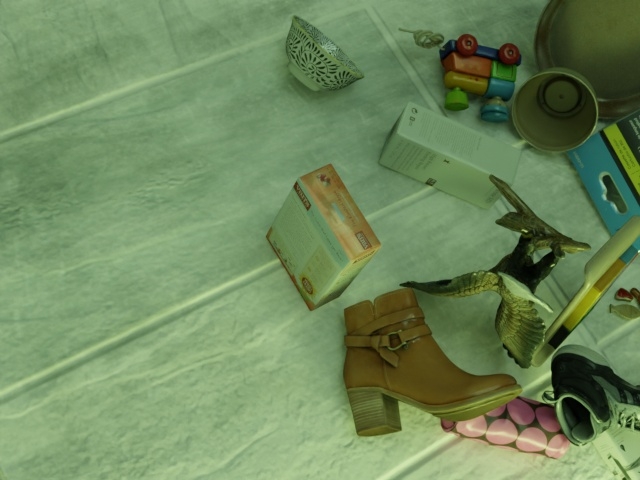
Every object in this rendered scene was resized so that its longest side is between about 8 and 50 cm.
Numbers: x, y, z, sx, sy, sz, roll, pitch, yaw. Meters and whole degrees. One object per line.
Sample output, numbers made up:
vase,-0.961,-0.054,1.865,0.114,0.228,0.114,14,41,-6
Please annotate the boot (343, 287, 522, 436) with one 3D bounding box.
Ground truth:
boot,0.168,0.182,1.544,0.283,0.109,0.220,-17,65,24

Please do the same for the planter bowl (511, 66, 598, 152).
planter bowl,0.460,-0.266,1.867,0.162,0.162,0.109,36,36,1

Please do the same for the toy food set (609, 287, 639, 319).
toy food set,0.600,0.122,1.804,0.122,0.019,0.078,18,63,0

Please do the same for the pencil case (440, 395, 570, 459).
pencil case,0.309,0.294,1.602,0.209,0.095,0.098,18,49,-11

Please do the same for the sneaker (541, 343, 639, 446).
sneaker,0.483,0.288,1.567,0.268,0.101,0.153,30,41,10

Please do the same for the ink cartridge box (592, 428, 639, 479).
ink cartridge box,0.543,0.363,1.657,0.099,0.056,0.135,-27,76,-26

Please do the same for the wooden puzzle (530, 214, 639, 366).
wooden puzzle,0.456,0.091,1.628,0.044,0.239,0.221,37,45,20

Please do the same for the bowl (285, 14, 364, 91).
bowl,-0.009,-0.327,1.766,0.170,0.170,0.080,44,106,5

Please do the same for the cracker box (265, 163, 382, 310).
cracker box,0.000,0.000,1.554,0.067,0.232,0.156,-25,77,-24

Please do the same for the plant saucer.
plant saucer,0.578,-0.393,1.894,0.310,0.311,0.050,30,31,-2

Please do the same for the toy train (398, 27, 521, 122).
toy train,0.258,-0.315,1.854,0.247,0.105,0.144,9,78,-13

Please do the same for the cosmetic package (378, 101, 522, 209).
cosmetic package,0.235,-0.152,1.759,0.231,0.117,0.086,23,63,-4

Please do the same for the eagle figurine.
eagle figurine,0.291,0.075,1.559,0.225,0.298,0.226,1,50,-36

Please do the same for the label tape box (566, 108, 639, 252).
label tape box,0.691,-0.146,1.867,0.347,0.115,0.249,-29,78,14
